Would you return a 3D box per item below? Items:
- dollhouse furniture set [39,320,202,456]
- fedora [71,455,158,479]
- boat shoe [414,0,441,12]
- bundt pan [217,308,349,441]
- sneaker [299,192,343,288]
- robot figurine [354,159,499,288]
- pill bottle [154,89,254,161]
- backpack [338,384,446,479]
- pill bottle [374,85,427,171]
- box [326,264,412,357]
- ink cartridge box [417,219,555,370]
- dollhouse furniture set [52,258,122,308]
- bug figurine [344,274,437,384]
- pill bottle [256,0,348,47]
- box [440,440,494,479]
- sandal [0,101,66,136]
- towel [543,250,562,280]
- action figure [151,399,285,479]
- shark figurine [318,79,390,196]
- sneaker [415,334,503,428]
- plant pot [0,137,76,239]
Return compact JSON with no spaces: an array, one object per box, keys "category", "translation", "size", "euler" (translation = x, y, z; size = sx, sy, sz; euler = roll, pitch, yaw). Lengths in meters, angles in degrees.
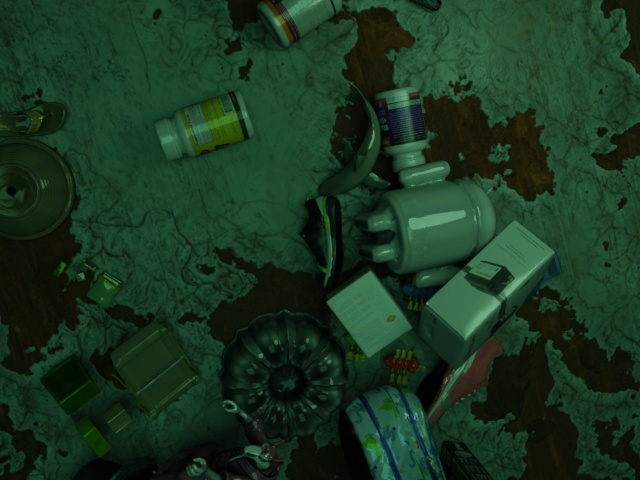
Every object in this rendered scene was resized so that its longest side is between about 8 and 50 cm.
[{"category":"dollhouse furniture set","translation":[-0.471,0.333,1.795],"size":[0.301,0.151,0.197],"euler":[-38,121,-20]},{"category":"fedora","translation":[-0.522,0.637,1.749],"size":[0.152,0.334,0.334],"euler":[21,93,21]},{"category":"boat shoe","translation":[0.231,-0.597,1.802],"size":[0.142,0.040,0.049],"euler":[26,92,-10]},{"category":"bundt pan","translation":[-0.082,0.338,1.818],"size":[0.331,0.124,0.330],"euler":[-1,95,-8]},{"category":"sneaker","translation":[0.000,0.000,1.829],"size":[0.097,0.084,0.234],"euler":[1,95,17]},{"category":"robot figurine","translation":[0.264,-0.034,1.774],"size":[0.353,0.200,0.300],"euler":[-12,102,-15]},{"category":"pill bottle","translation":[-0.268,-0.261,1.730],"size":[0.208,0.119,0.119],"euler":[-19,98,-5]},{"category":"backpack","translation":[0.170,0.523,1.787],"size":[0.273,0.290,0.355],"euler":[-35,98,-1]},{"category":"pill bottle","translation":[0.198,-0.266,1.798],"size":[0.108,0.108,0.193],"euler":[-12,97,-6]},{"category":"box","translation":[0.114,0.167,1.775],"size":[0.130,0.091,0.170],"euler":[-35,96,5]},{"category":"ink cartridge box","translation":[0.385,0.133,1.759],"size":[0.307,0.223,0.129],"euler":[-40,67,-16]},{"category":"dollhouse furniture set","translation":[-0.546,0.096,1.761],"size":[0.152,0.058,0.076],"euler":[35,91,-10]},{"category":"bug figurine","translation":[0.179,0.206,1.865],"size":[0.216,0.072,0.279],"euler":[13,99,-3]},{"category":"pill bottle","translation":[-0.027,-0.553,1.731],"size":[0.221,0.121,0.121],"euler":[-35,99,-3]},{"category":"box","translation":[0.346,0.642,1.833],"size":[0.060,0.270,0.216],"euler":[9,94,-8]},{"category":"sandal","translation":[-0.671,-0.272,1.709],"size":[0.180,0.049,0.072],"euler":[-10,97,-7]},{"category":"towel","translation":[0.559,0.074,1.916],"size":[0.119,0.029,0.067],"euler":[-20,97,-13]},{"category":"action figure","translation":[-0.203,0.531,1.684],"size":[0.370,0.248,0.275],"euler":[-21,106,38]},{"category":"shark figurine","translation":[0.096,-0.223,1.766],"size":[0.166,0.116,0.278],"euler":[17,99,15]},{"category":"sneaker","translation":[0.352,0.359,1.883],"size":[0.136,0.116,0.314],"euler":[31,91,-11]},{"category":"plant pot","translation":[-0.684,-0.114,1.695],"size":[0.237,0.110,0.237],"euler":[-1,96,-9]}]
